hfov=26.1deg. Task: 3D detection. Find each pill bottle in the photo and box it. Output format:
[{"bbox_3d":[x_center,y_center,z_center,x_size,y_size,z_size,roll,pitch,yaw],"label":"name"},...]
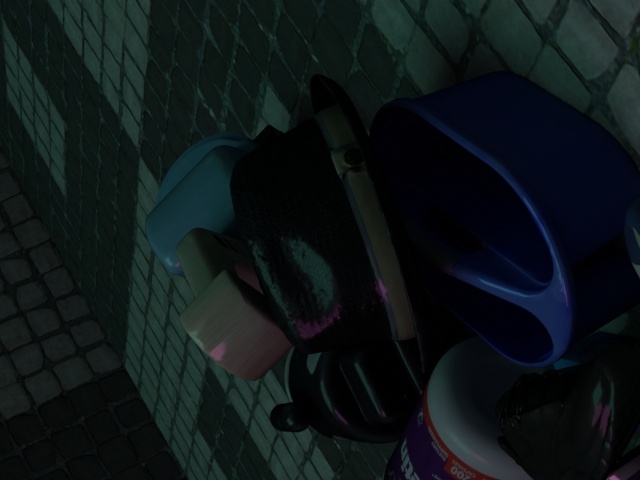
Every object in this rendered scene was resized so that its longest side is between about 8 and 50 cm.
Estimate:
[{"bbox_3d":[0.178,0.264,1.619,0.181,0.182,0.323,54,148,27],"label":"pill bottle"}]

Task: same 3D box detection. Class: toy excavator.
[{"bbox_3d":[-0.109,0.018,1.736,0.433,0.222,0.445,51,-166,28],"label":"toy excavator"}]

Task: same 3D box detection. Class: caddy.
[{"bbox_3d":[0.173,-0.023,1.409,0.341,0.179,0.241,41,149,45],"label":"caddy"}]

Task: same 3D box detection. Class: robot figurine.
[{"bbox_3d":[0.056,0.178,1.781,0.278,0.209,0.173,160,122,-71],"label":"robot figurine"}]

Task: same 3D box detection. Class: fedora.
[{"bbox_3d":[0.000,0.000,1.444,0.334,0.153,0.334,161,90,-88],"label":"fedora"}]

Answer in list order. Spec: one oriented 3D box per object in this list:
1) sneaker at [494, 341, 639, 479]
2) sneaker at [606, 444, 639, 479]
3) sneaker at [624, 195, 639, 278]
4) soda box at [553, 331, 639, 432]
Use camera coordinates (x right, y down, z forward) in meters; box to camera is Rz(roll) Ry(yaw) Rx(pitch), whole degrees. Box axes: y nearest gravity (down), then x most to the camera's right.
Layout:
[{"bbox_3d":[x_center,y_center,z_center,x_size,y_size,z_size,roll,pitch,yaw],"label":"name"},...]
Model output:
[{"bbox_3d":[0.234,0.172,1.327,0.130,0.109,0.286,31,151,14],"label":"sneaker"},{"bbox_3d":[0.323,0.327,1.536,0.124,0.107,0.283,54,156,13],"label":"sneaker"},{"bbox_3d":[0.340,0.100,1.219,0.296,0.112,0.131,61,146,14],"label":"sneaker"},{"bbox_3d":[0.325,0.146,1.385,0.210,0.067,0.071,6,118,65],"label":"soda box"}]
